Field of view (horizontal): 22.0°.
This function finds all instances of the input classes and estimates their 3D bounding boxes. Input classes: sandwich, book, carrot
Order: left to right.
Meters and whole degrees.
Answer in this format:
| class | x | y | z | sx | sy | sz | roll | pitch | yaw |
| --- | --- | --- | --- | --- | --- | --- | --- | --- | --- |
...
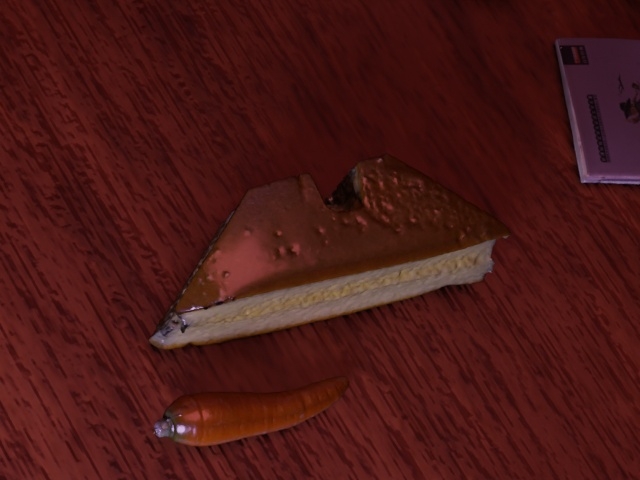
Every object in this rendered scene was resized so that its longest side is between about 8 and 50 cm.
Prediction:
| class | x | y | z | sx | sy | sz | roll | pitch | yaw |
| --- | --- | --- | --- | --- | --- | --- | --- | --- | --- |
| carrot | -0.043 | 0.109 | 1.057 | 0.142 | 0.035 | 0.035 | -7 | 66 | -27 |
| sandwich | 0.000 | 0.000 | 1.088 | 0.244 | 0.090 | 0.088 | -11 | 70 | -21 |
| book | 0.272 | -0.098 | 1.257 | 0.182 | 0.014 | 0.127 | 1 | 63 | -16 |
